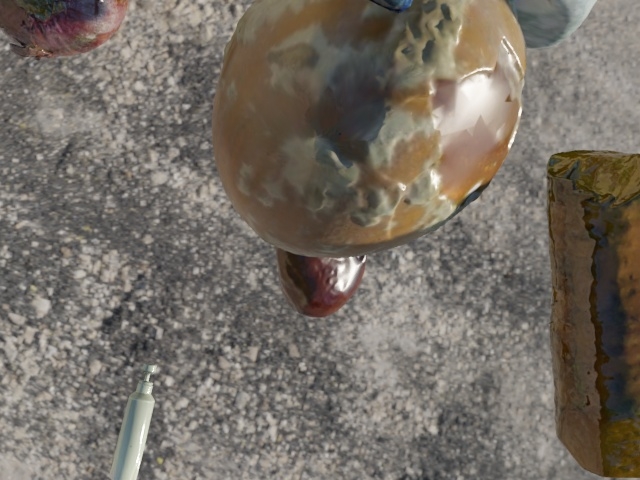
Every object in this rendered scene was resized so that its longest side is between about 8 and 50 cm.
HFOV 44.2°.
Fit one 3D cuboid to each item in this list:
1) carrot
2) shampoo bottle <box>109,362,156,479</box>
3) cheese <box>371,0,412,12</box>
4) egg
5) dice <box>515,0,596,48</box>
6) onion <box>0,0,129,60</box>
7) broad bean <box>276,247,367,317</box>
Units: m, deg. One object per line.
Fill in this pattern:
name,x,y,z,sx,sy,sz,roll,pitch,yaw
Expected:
carrot,0.269,0.068,0.732,0.114,0.114,0.302,-15,103,-39
shampoo bottle,-0.216,0.212,0.921,0.034,0.049,0.141,13,83,-5
cheese,0.048,-0.172,0.340,0.095,0.145,0.038,28,31,1
egg,0.026,-0.086,0.516,0.195,0.195,0.233,21,119,-39
dice,0.309,-0.534,1.283,0.348,0.330,0.328,23,85,0
onion,-0.279,-0.291,0.863,0.159,0.159,0.195,56,20,-26
broad bean,-0.004,0.000,1.179,0.156,0.122,0.228,-11,105,-36
